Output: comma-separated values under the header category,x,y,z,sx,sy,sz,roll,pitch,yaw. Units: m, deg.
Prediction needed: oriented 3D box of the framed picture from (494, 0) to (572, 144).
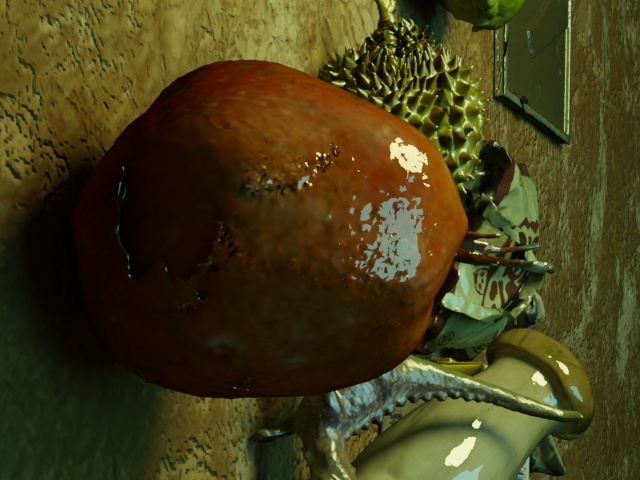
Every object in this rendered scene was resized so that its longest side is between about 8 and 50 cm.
category,x,y,z,sx,sy,sz,roll,pitch,yaw
framed picture,0.262,-0.242,1.847,0.281,0.019,0.208,22,68,-64

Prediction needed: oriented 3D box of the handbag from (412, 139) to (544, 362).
category,x,y,z,sx,sy,sz,roll,pitch,yaw
handbag,0.147,0.017,1.438,0.235,0.127,0.213,15,97,-76

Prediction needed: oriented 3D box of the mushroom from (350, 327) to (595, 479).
category,x,y,z,sx,sy,sz,roll,pitch,yaw
mushroom,0.096,0.200,1.247,0.350,0.128,0.128,-39,127,-30

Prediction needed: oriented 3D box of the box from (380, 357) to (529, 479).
category,x,y,z,sx,sy,sz,roll,pitch,yaw
box,0.125,0.249,1.413,0.168,0.097,0.265,25,65,-63

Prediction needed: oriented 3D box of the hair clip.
category,x,y,z,sx,sy,sz,roll,pitch,yaw
hair clip,0.211,0.163,1.586,0.106,0.085,0.292,-92,175,-50

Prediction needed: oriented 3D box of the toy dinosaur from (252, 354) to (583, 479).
category,x,y,z,sx,sy,sz,roll,pitch,yaw
toy dinosaur,0.051,0.116,1.183,0.251,0.072,0.199,-24,75,-37

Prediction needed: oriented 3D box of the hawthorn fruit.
category,x,y,z,sx,sy,sz,roll,pitch,yaw
hawthorn fruit,0.000,0.000,0.941,0.211,0.299,0.211,-172,-90,-88

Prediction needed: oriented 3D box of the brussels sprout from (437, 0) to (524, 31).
category,x,y,z,sx,sy,sz,roll,pitch,yaw
brussels sprout,0.146,-0.295,1.476,0.145,0.131,0.183,-60,147,-14

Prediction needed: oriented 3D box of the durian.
category,x,y,z,sx,sy,sz,roll,pitch,yaw
durian,0.062,-0.114,1.245,0.102,0.146,0.208,50,37,-71
